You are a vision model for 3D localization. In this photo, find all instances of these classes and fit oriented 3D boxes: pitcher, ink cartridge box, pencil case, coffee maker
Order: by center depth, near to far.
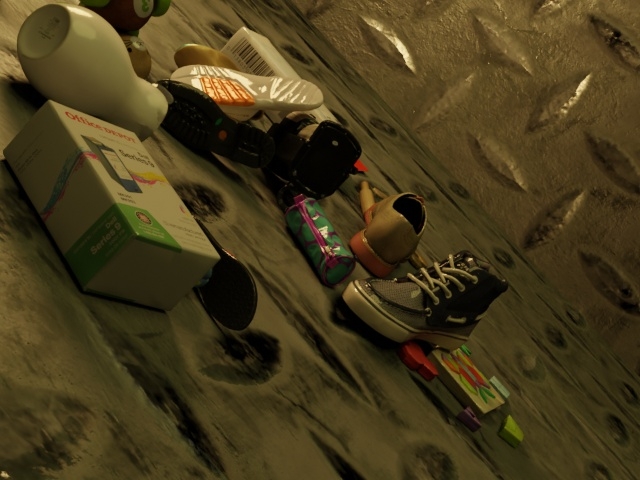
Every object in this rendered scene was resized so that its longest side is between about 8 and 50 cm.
[{"bbox_3d":[-0.230,-0.038,1.329,0.212,0.093,0.154,52,16,29],"label":"ink cartridge box"},{"bbox_3d":[-0.318,-0.230,1.590,0.178,0.125,0.207,31,-7,32],"label":"pitcher"},{"bbox_3d":[0.000,0.000,1.922,0.152,0.064,0.070,57,-7,38],"label":"pencil case"},{"bbox_3d":[-0.039,-0.138,2.066,0.120,0.171,0.178,63,-14,-21],"label":"coffee maker"},{"bbox_3d":[-0.026,-0.290,2.591,0.308,0.091,0.385,50,16,14],"label":"ink cartridge box"}]

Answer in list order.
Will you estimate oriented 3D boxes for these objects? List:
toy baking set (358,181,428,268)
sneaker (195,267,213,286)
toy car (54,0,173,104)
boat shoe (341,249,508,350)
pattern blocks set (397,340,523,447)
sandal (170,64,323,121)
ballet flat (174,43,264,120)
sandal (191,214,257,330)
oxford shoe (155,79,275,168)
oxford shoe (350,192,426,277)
[{"bbox_3d":[0.143,-0.033,2.495,0.197,0.030,0.256,44,20,-33],"label":"toy baking set"},{"bbox_3d":[-0.186,-0.024,1.461,0.188,0.067,0.078,47,20,18],"label":"sneaker"},{"bbox_3d":[-0.284,-0.283,1.782,0.155,0.149,0.188,-4,63,-56],"label":"toy car"},{"bbox_3d":[0.175,0.076,1.951,0.127,0.158,0.340,47,16,28],"label":"boat shoe"},{"bbox_3d":[0.242,0.232,2.049,0.285,0.026,0.325,46,14,-1],"label":"pattern blocks set"},{"bbox_3d":[-0.129,-0.235,2.087,0.265,0.076,0.102,6,43,-11],"label":"sandal"},{"bbox_3d":[-0.173,-0.283,2.195,0.232,0.080,0.073,25,40,-51],"label":"ballet flat"},{"bbox_3d":[-0.126,0.038,1.478,0.179,0.067,0.040,52,4,32],"label":"sandal"},{"bbox_3d":[-0.186,-0.181,1.910,0.227,0.083,0.096,32,-6,-32],"label":"oxford shoe"},{"bbox_3d":[0.158,-0.032,2.281,0.123,0.130,0.348,45,20,-5],"label":"oxford shoe"}]
